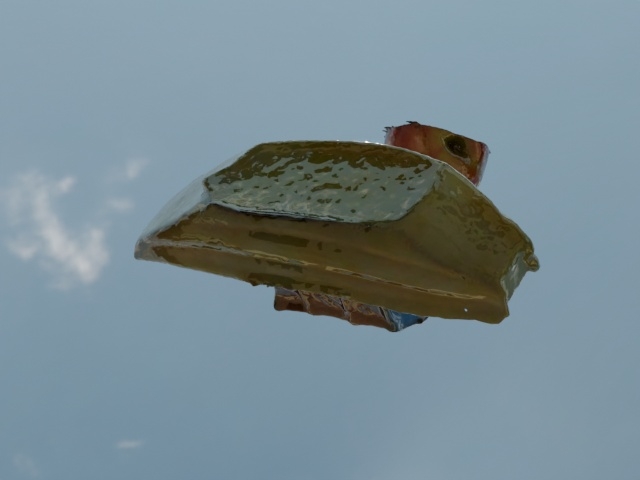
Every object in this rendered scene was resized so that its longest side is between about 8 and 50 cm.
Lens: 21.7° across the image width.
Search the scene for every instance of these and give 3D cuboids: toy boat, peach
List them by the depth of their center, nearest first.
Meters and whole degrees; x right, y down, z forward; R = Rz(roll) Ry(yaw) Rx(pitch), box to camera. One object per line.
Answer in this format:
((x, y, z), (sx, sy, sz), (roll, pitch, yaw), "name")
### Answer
((0.000, 0.000, 0.648), (0.172, 0.065, 0.066), (9, -45, 29), "toy boat")
((0.091, -0.060, 1.393), (0.098, 0.098, 0.061), (6, -105, 18), "peach")
